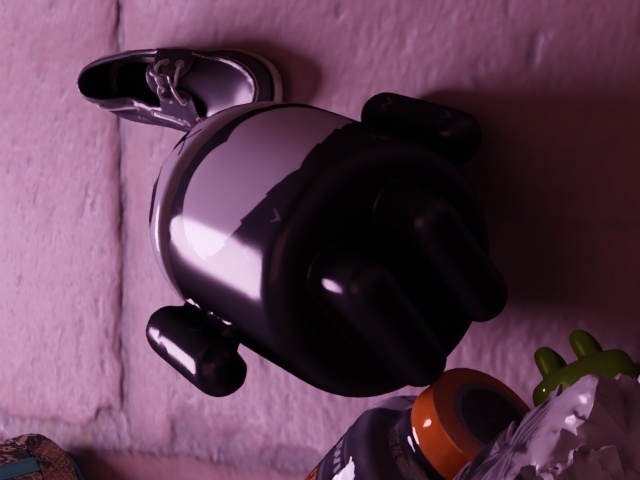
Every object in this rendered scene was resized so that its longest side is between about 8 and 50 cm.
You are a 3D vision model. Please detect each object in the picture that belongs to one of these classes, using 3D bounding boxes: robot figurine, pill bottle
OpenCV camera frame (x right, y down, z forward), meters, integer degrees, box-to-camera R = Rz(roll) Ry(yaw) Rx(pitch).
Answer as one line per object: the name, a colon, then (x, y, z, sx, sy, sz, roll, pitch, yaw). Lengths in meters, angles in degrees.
robot figurine: (0.173, 0.113, 0.988, 0.101, 0.067, 0.115, -27, 69, 11)
robot figurine: (-0.002, 0.000, 1.070, 0.278, 0.209, 0.174, 25, 117, 56)
pill bottle: (0.046, 0.191, 1.080, 0.246, 0.130, 0.130, -53, 57, 33)

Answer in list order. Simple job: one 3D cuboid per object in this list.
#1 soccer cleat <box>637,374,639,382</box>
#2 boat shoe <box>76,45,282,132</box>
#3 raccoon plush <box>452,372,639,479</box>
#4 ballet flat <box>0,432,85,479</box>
soccer cleat: (0.222, 0.212, 0.888, 0.116, 0.143, 0.331, -4, 90, 46)
boat shoe: (-0.115, -0.117, 1.278, 0.206, 0.065, 0.075, 10, 99, 45)
raccoon plush: (0.120, 0.301, 0.860, 0.299, 0.216, 0.446, 38, 141, -2)
ballet flat: (-0.380, 0.361, 1.498, 0.164, 0.182, 0.483, 53, 127, 30)
